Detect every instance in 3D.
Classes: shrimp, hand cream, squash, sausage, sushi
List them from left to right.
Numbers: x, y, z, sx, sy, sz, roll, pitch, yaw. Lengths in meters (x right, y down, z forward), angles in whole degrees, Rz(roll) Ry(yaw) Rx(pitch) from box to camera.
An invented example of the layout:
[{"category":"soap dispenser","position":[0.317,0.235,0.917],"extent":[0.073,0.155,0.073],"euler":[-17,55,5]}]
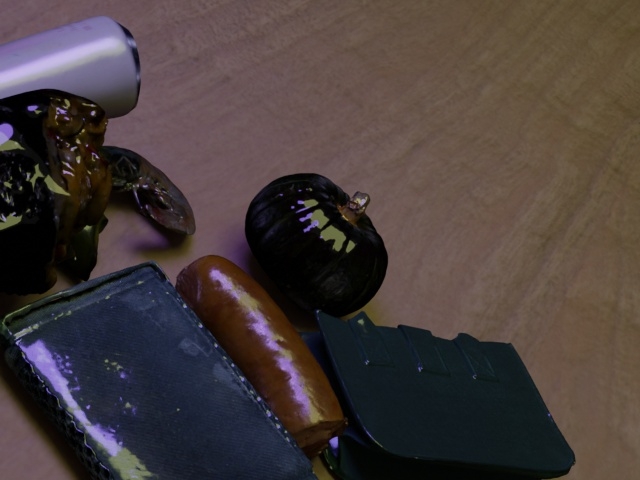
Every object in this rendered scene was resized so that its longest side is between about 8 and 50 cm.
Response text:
[{"category":"hand cream","position":[-0.378,-0.163,1.841],"extent":[0.359,0.118,0.185],"euler":[-15,17,-25]},{"category":"sushi","position":[-0.322,-0.049,1.760],"extent":[0.204,0.200,0.213],"euler":[0,82,-23]},{"category":"shrimp","position":[-0.226,-0.066,1.994],"extent":[0.143,0.052,0.251],"euler":[46,17,24]},{"category":"sausage","position":[-0.071,0.129,1.903],"extent":[0.109,0.109,0.270],"euler":[-11,56,-49]},{"category":"squash","position":[-0.004,0.004,2.077],"extent":[0.193,0.156,0.193],"euler":[35,43,-41]}]

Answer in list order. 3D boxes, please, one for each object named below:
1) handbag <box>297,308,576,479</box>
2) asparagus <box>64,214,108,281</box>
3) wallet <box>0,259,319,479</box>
[{"category":"handbag","position":[0.134,0.204,2.015],"extent":[0.326,0.089,0.238],"euler":[11,40,-33]},{"category":"asparagus","position":[-0.362,-0.090,1.928],"extent":[0.085,0.082,0.343],"euler":[-41,76,-20]},{"category":"wallet","position":[-0.172,0.190,1.761],"extent":[0.237,0.075,0.342],"euler":[-22,66,-46]}]
